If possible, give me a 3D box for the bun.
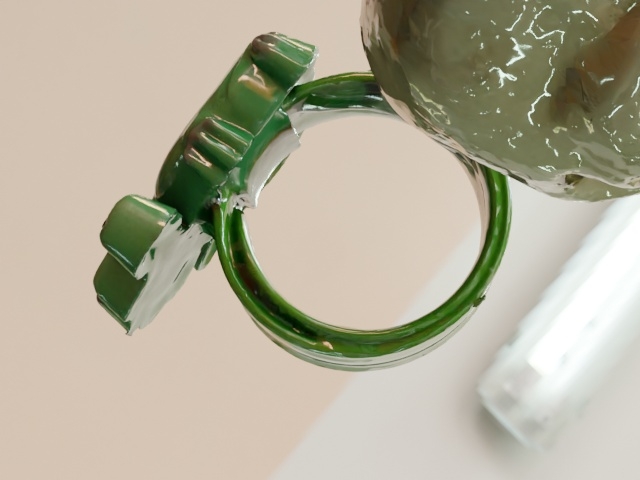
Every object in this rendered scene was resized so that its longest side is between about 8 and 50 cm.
[{"bbox_3d":[0.127,-0.092,0.583,0.231,0.133,0.231,-28,166,-8],"label":"bun"}]

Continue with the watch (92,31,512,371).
[{"bbox_3d":[0.000,0.000,0.796,0.165,0.152,0.131,-56,175,-9],"label":"watch"}]
